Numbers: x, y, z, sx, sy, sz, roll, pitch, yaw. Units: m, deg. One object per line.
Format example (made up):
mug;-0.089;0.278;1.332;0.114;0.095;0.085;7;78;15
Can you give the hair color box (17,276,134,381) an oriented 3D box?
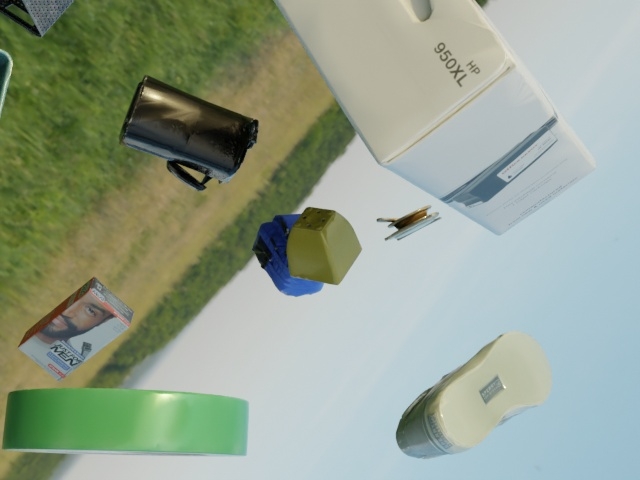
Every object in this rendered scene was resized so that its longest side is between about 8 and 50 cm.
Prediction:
hair color box;-0.399;0.146;1.446;0.167;0.093;0.053;-38;-158;15

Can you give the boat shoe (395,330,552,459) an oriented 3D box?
boat shoe;0.150;0.150;0.869;0.081;0.079;0.228;-30;172;39

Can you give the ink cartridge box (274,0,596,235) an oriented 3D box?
ink cartridge box;0.140;-0.191;1.030;0.166;0.285;0.395;-38;155;16

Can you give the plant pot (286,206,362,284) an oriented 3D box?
plant pot;0.000;0.000;1.236;0.081;0.081;0.083;-54;142;-39

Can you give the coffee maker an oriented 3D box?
coffee maker;-0.197;-0.172;1.315;0.171;0.178;0.120;-47;-151;51

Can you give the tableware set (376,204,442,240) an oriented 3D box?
tableware set;0.183;-0.059;1.349;0.194;0.039;0.128;-28;173;12

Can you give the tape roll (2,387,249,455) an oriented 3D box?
tape roll;-0.258;0.250;1.196;0.321;0.322;0.077;137;-43;-68

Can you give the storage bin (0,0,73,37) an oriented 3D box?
storage bin;-0.471;-0.413;1.366;0.084;0.122;0.180;-54;171;-16

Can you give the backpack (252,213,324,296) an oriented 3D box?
backpack;-0.041;0.023;1.385;0.098;0.120;0.101;-9;143;-27

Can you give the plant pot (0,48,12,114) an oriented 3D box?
plant pot;-0.370;-0.064;0.672;0.234;0.166;0.165;-10;-111;51
